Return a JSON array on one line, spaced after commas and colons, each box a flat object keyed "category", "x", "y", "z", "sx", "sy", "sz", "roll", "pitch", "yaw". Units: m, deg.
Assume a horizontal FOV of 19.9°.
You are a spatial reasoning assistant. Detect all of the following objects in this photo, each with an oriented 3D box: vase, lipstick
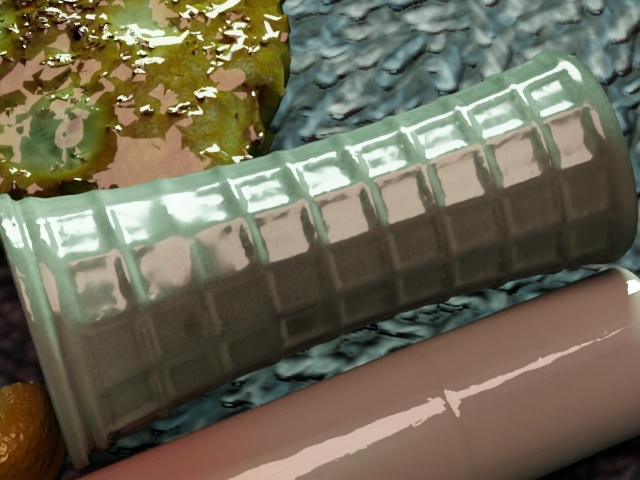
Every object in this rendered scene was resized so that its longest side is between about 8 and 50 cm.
[{"category": "vase", "x": 0.000, "y": 0.000, "z": 0.903, "sx": 0.299, "sy": 0.143, "sz": 0.143, "roll": -17, "pitch": 57, "yaw": -9}, {"category": "lipstick", "x": 0.020, "y": 0.108, "z": 0.899, "sx": 0.327, "sy": 0.087, "sz": 0.087, "roll": -20, "pitch": 58, "yaw": -16}]

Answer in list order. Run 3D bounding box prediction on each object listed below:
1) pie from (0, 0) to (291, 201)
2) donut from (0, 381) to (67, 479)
[{"category": "pie", "x": -0.165, "y": -0.135, "z": 1.052, "sx": 0.288, "sy": 0.103, "sz": 0.355, "roll": -15, "pitch": 59, "yaw": -13}, {"category": "donut", "x": -0.186, "y": 0.097, "z": 0.928, "sx": 0.108, "sy": 0.043, "sz": 0.097, "roll": 22, "pitch": 56, "yaw": 18}]
